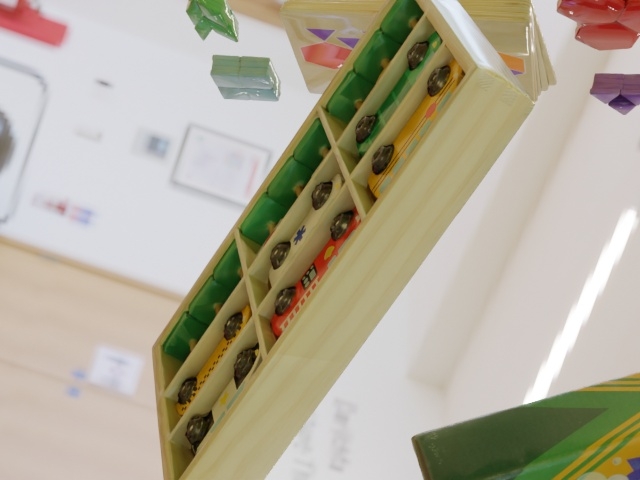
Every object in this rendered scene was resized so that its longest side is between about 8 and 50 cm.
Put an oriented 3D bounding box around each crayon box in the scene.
[{"bbox_3d":[0.247,0.194,1.169,0.083,0.323,0.203,-106,179,-63],"label":"crayon box"}]

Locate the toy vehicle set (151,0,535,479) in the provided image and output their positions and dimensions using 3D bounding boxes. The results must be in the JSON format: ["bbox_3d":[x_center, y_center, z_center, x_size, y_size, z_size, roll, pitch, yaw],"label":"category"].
[{"bbox_3d":[0.000,0.000,0.845,0.267,0.035,0.166,-55,-159,15],"label":"toy vehicle set"}]

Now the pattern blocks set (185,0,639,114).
[{"bbox_3d":[0.071,-0.134,1.139,0.285,0.325,0.026,89,8,-71],"label":"pattern blocks set"}]
